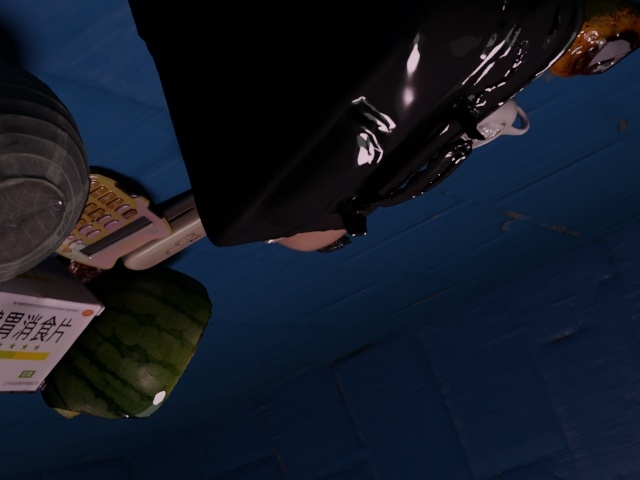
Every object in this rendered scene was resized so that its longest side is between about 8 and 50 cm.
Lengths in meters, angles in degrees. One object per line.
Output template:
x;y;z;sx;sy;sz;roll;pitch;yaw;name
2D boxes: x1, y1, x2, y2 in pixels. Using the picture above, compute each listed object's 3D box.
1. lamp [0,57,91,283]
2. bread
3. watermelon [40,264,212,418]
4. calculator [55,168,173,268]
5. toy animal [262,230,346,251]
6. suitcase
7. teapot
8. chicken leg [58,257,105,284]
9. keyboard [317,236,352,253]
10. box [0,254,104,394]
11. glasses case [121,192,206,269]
-0.338;-0.068;0.911;0.265;0.233;0.233;-14;165;-45;lamp
0.376;-0.279;1.338;0.139;0.095;0.269;-29;177;35;bread
-0.341;0.146;1.615;0.331;0.331;0.189;-28;125;25;watermelon
-0.310;-0.032;1.358;0.157;0.033;0.236;-26;154;11;calculator
-0.056;-0.085;1.293;0.213;0.195;0.256;0;176;34;toy animal
-0.001;-0.181;0.720;0.188;0.339;0.345;-5;159;-33;suitcase
0.223;-0.181;1.452;0.226;0.092;0.145;-11;165;-34;teapot
-0.360;0.030;1.520;0.089;0.048;0.219;-2;155;-46;chicken leg
0.001;0.002;1.938;0.074;0.015;0.196;-24;164;15;keyboard
-0.466;0.099;1.337;0.173;0.145;0.333;-51;159;7;box
-0.215;-0.020;1.497;0.196;0.050;0.083;-30;167;11;glasses case
